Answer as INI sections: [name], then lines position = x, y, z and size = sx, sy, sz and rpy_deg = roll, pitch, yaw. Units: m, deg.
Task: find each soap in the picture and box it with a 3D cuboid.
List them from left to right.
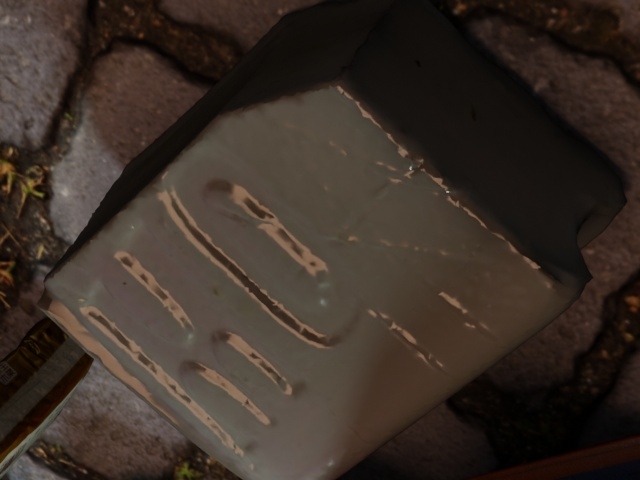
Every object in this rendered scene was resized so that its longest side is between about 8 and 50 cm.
[soap]
position = 0.000, 0.000, 1.270
size = 0.350, 0.213, 0.435
rpy_deg = 46, 129, -6

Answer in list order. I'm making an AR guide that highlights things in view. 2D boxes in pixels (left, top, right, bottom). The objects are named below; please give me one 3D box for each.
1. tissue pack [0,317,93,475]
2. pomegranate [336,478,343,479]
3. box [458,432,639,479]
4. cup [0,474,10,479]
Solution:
[tissue pack]
position = -0.364, 0.209, 1.579
size = 0.092, 0.226, 0.183
rpy_deg = 40, 131, -4
[pomegranate]
position = -0.008, 0.378, 1.494
size = 0.264, 0.264, 0.264
rpy_deg = 13, 126, 19
[box]
position = 0.201, 0.387, 1.278
size = 0.257, 0.349, 0.318
rpy_deg = 56, 144, 41
[cup]
position = -0.494, 0.398, 1.797
size = 0.241, 0.185, 0.226
rpy_deg = 15, 121, 1
